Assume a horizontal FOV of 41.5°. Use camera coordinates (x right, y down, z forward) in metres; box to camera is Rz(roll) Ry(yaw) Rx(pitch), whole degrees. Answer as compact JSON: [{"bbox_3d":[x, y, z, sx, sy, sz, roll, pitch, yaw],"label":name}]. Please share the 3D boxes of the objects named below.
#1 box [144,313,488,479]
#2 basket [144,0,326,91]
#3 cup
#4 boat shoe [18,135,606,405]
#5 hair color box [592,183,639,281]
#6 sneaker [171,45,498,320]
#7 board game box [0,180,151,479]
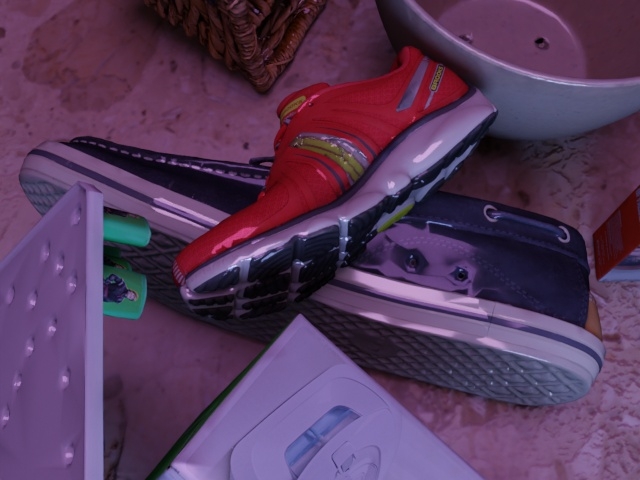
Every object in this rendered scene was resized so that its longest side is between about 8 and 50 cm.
[{"bbox_3d":[-0.003,0.204,0.565,0.231,0.262,0.126,40,60,1],"label":"box"},{"bbox_3d":[-0.037,-0.334,0.787,0.223,0.213,0.299,36,70,-15],"label":"basket"},{"bbox_3d":[0.192,-0.220,0.768,0.331,0.237,0.331,1,68,-3],"label":"cup"},{"bbox_3d":[0.000,0.000,0.720,0.501,0.187,0.155,16,65,-1],"label":"boat shoe"},{"bbox_3d":[0.308,-0.010,0.731,0.093,0.167,0.053,0,70,-1],"label":"hair color box"},{"bbox_3d":[-0.001,-0.048,0.599,0.279,0.107,0.118,-36,74,-28],"label":"sneaker"},{"bbox_3d":[-0.213,0.218,0.532,0.050,0.390,0.389,16,55,-37],"label":"board game box"}]
